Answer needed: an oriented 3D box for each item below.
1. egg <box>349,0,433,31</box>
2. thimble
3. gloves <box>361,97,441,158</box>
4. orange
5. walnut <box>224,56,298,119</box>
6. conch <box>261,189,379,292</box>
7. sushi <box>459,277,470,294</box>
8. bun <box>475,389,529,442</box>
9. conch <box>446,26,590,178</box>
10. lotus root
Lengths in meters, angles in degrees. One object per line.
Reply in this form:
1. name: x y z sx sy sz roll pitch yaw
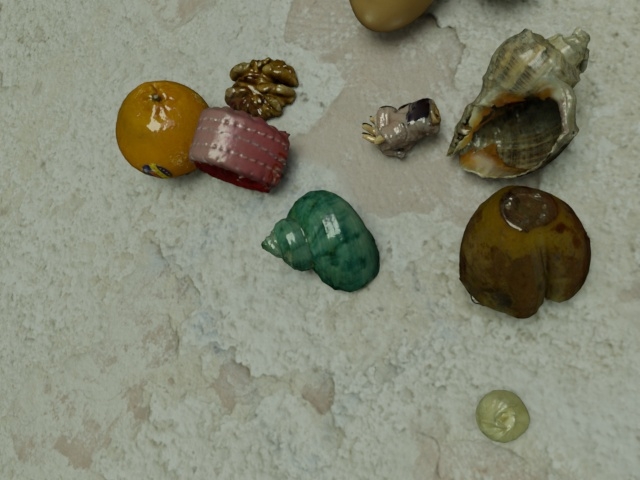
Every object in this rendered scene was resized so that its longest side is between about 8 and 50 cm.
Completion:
1. egg: 0.147 -0.532 1.122 0.201 0.201 0.245 27 99 25
2. thimble: -0.169 -0.186 1.170 0.163 0.189 0.125 0 71 67
3. gloves: 0.160 -0.216 1.094 0.144 0.094 0.111 5 69 42
4. orange: -0.340 -0.244 1.253 0.219 0.193 0.219 -13 55 19
5. walnut: -0.136 -0.340 1.258 0.170 0.069 0.143 5 77 20
6. conch: -0.004 0.000 1.082 0.202 0.134 0.196 -10 72 18
7. sushi: 0.284 0.082 1.007 0.083 0.044 0.046 47 118 26
8. bun: 0.295 0.288 0.935 0.086 0.055 0.086 -5 76 21
9. conch: 0.358 -0.231 0.992 0.210 0.158 0.291 55 138 15
10. lotus root: 0.330 0.004 0.906 0.199 0.180 0.188 23 64 22
